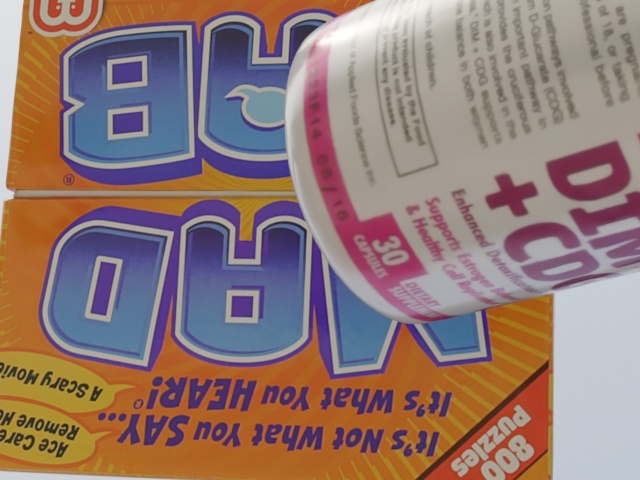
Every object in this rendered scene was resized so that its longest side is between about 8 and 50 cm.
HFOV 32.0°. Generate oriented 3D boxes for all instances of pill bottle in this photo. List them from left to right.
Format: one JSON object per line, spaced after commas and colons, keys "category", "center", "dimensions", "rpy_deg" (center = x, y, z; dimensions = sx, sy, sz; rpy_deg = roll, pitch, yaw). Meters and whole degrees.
{"category": "pill bottle", "center": [0.138, -0.068, 0.489], "dimensions": [0.283, 0.160, 0.160], "rpy_deg": [-18, -93, 33]}

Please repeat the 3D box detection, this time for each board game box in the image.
{"category": "board game box", "center": [0.000, 0.000, 0.861], "dimensions": [0.356, 0.356, 0.357], "rpy_deg": [0, -100, 11]}
